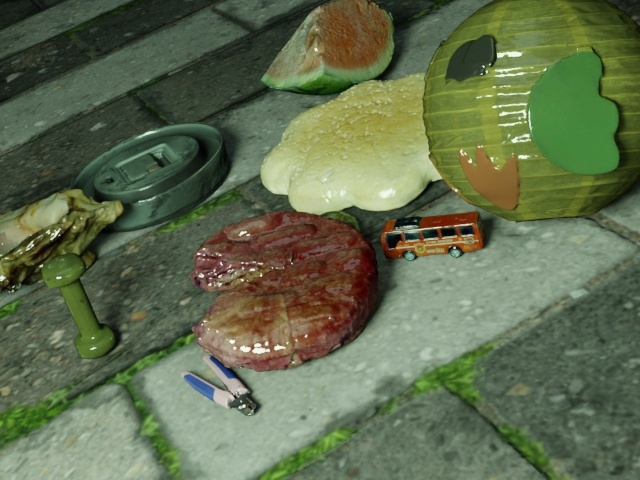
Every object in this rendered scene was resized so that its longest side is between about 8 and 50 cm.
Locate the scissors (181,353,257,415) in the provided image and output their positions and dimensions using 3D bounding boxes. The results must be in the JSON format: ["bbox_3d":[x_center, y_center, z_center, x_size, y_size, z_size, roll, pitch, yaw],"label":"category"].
[{"bbox_3d":[-0.095,0.144,0.960,0.039,0.012,0.113,-36,35,-23],"label":"scissors"}]

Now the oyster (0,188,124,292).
[{"bbox_3d":[-0.418,0.024,1.245,0.361,0.096,0.221,-25,27,-8],"label":"oyster"}]

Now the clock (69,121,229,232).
[{"bbox_3d":[-0.234,-0.090,1.359,0.226,0.049,0.226,-15,32,10],"label":"clock"}]

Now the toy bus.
[{"bbox_3d":[0.119,-0.005,1.041,0.110,0.043,0.031,-6,35,21],"label":"toy bus"}]

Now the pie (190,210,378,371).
[{"bbox_3d":[-0.041,0.049,1.015,0.204,0.054,0.218,-4,38,11],"label":"pie"}]

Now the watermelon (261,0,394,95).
[{"bbox_3d":[0.013,-0.265,1.458,0.146,0.128,0.231,-32,-1,43],"label":"watermelon"}]

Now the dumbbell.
[{"bbox_3d":[-0.260,0.071,1.060,0.046,0.118,0.052,-26,31,-17],"label":"dumbbell"}]

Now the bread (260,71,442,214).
[{"bbox_3d":[0.070,-0.134,1.256,0.316,0.054,0.316,-16,33,10],"label":"bread"}]

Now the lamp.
[{"bbox_3d":[0.225,-0.160,0.990,0.250,0.284,0.250,-4,5,0],"label":"lamp"}]

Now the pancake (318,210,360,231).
[{"bbox_3d":[0.000,0.001,1.122,0.108,0.017,0.108,-18,32,11],"label":"pancake"}]
